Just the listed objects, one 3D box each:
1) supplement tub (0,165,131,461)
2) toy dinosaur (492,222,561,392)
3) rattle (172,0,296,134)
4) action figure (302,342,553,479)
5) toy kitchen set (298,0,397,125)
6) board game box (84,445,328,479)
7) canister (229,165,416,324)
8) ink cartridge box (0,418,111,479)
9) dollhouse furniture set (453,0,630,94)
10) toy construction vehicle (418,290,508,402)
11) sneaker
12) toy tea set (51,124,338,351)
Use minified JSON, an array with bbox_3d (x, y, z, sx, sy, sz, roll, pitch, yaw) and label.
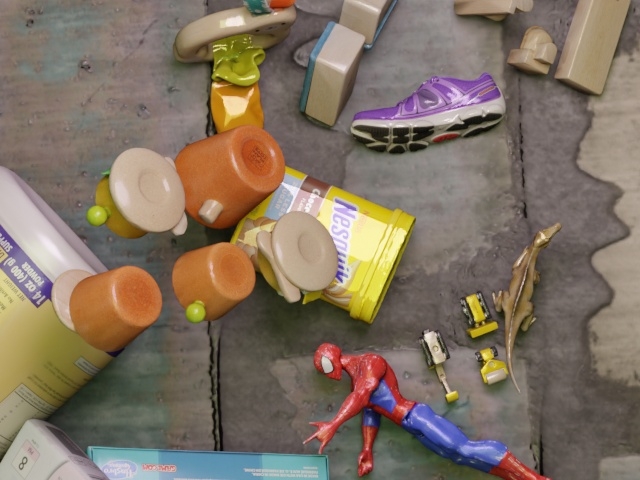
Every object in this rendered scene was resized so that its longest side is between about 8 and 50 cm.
[{"bbox_3d":[-0.374,0.110,1.760,0.331,0.241,0.241,-43,83,-3],"label":"supplement tub"},{"bbox_3d":[0.206,0.067,1.811,0.053,0.092,0.183,15,84,5],"label":"toy dinosaur"},{"bbox_3d":[-0.069,-0.188,1.802,0.130,0.200,0.142,13,72,-34],"label":"rattle"},{"bbox_3d":[0.089,0.221,1.796,0.280,0.091,0.139,38,73,6],"label":"action figure"},{"bbox_3d":[-0.008,-0.264,1.868,0.166,0.122,0.207,26,65,6],"label":"toy kitchen set"},{"bbox_3d":[-0.111,0.378,1.705,0.254,0.079,0.336,5,63,-18],"label":"board game box"},{"bbox_3d":[0.000,0.000,1.840,0.170,0.073,0.126,23,85,7],"label":"canister"},{"bbox_3d":[-0.280,0.318,1.665,0.189,0.066,0.232,36,93,43],"label":"ink cartridge box"},{"bbox_3d":[0.234,-0.252,1.881,0.151,0.123,0.144,21,84,-30],"label":"dollhouse furniture set"},{"bbox_3d":[0.152,0.115,1.842,0.086,0.035,0.098,-23,84,-10],"label":"toy construction vehicle"},{"bbox_3d":[0.113,-0.142,1.865,0.170,0.068,0.071,-11,68,-7],"label":"sneaker"},{"bbox_3d":[-0.143,0.003,1.698,0.124,0.336,0.200,-27,83,43],"label":"toy tea set"}]
